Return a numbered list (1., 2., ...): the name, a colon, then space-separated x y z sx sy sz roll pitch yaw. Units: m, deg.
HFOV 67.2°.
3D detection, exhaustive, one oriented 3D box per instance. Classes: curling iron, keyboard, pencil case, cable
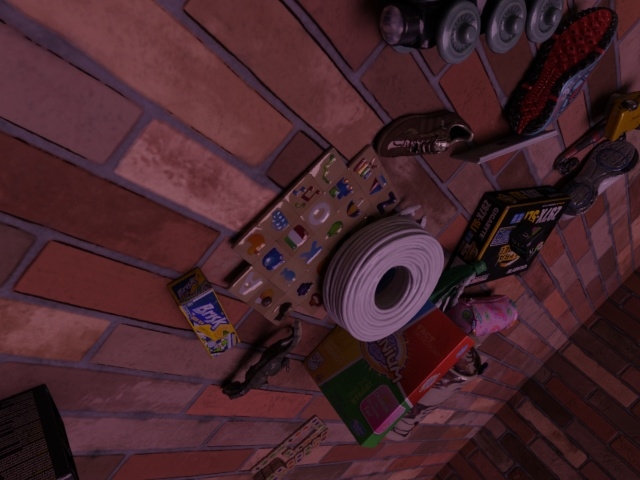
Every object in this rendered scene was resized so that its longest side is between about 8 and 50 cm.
1. curling iron: 0.723 -0.269 1.275 0.274 0.035 0.068 -41 147 -3
2. keyboard: 0.388 -0.200 1.005 0.256 0.072 0.014 -21 112 -27
3. pencil case: 0.291 0.416 1.375 0.184 0.159 0.410 0 137 -33
4. cable: 0.127 0.078 0.947 0.257 0.089 0.257 -20 127 -27
5. pencil case: 0.486 0.224 1.460 0.284 0.124 0.124 4 123 -43

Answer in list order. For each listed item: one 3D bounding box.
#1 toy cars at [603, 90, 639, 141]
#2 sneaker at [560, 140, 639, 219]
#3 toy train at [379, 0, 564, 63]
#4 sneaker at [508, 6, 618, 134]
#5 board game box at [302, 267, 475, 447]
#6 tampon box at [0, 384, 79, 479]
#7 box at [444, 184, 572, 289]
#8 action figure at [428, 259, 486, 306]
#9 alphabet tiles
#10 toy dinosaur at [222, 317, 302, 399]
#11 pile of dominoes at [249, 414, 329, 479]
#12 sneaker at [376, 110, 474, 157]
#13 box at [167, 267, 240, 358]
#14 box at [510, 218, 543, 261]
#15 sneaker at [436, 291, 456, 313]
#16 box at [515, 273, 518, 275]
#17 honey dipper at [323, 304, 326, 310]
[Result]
1. toy cars: 0.823 -0.410 1.196 0.393 0.087 0.176 -54 142 7
2. sneaker: 0.777 -0.174 1.382 0.297 0.111 0.129 -40 163 -4
3. toy train: 0.218 -0.359 0.652 0.334 0.142 0.190 -22 128 -26
4. sneaker: 0.477 -0.332 0.960 0.125 0.104 0.261 -11 140 -55
5. board game box: 0.139 0.250 1.065 0.316 0.242 0.064 -48 141 5
6. tampon box: -0.415 0.317 0.686 0.102 0.161 0.120 -19 136 -29
7. box: 0.500 -0.012 1.282 0.322 0.079 0.257 -8 129 -37
8. action figure: 0.302 0.119 1.167 0.232 0.137 0.063 -35 100 1
9. alphabet tiles: 0.000 0.000 0.867 0.342 0.011 0.285 -46 140 -3
10. toy dinosaur: -0.089 0.235 0.968 0.268 0.064 0.118 -49 164 24
11. pile of dominoes: -0.073 0.625 1.393 0.251 0.040 0.196 -38 142 -7
12. sneaker: 0.186 -0.181 0.835 0.188 0.071 0.066 -24 139 -25
13. box: -0.189 0.124 0.796 0.059 0.054 0.168 -31 142 -16
14. box: 0.514 -0.001 1.199 0.062 0.052 0.083 -41 142 -7
15. sneaker: 0.307 0.200 1.304 0.121 0.079 0.216 -4 127 -40
16. box: 0.638 0.071 1.534 0.067 0.018 0.083 -42 143 -2
17. honey dipper: -0.002 0.119 0.986 0.030 0.030 0.161 -46 141 3
